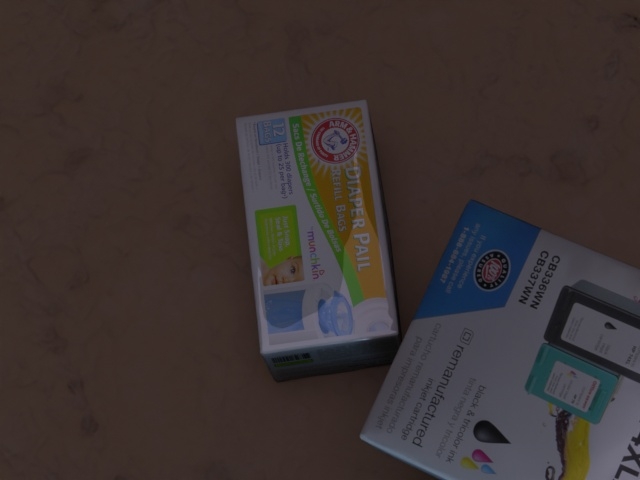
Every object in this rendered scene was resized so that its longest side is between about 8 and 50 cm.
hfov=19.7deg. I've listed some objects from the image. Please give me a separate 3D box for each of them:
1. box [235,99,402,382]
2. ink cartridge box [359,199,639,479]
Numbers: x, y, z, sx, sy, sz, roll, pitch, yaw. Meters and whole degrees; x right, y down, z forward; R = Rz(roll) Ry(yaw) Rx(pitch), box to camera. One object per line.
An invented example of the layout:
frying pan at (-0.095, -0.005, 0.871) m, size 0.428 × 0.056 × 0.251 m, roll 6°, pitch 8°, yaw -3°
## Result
box at (0.000, 0.000, 1.503) m, size 0.114 × 0.103 × 0.203 m, roll -9°, pitch 73°, yaw 3°
ink cartridge box at (0.208, 0.126, 1.370) m, size 0.270 × 0.197 × 0.198 m, roll 23°, pitch 84°, yaw 20°
